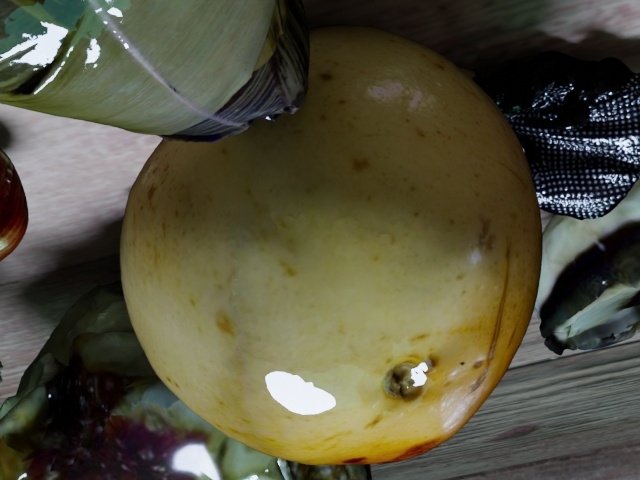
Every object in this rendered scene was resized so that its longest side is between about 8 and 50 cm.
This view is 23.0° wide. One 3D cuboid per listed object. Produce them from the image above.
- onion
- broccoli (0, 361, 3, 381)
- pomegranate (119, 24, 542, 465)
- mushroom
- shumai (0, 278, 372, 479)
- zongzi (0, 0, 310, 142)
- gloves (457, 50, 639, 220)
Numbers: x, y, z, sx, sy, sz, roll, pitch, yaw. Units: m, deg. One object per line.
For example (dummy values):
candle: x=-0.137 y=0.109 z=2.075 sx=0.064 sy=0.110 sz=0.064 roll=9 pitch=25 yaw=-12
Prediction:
onion: x=-0.272 y=-0.023 z=1.168 sx=0.119 sy=0.118 sz=0.117 roll=5 pitch=180 yaw=-36
broccoli: x=-0.460 y=0.164 z=1.349 sx=0.317 sy=0.338 sz=0.277 roll=6 pitch=154 yaw=6
pomegranate: x=0.000 y=0.000 z=1.086 sx=0.319 sy=0.319 sz=0.319 roll=-8 pitch=162 yaw=-2
mushroom: x=0.320 y=-0.004 z=1.497 sx=0.247 sy=0.130 sz=0.344 roll=-20 pitch=167 yaw=-16
shumai: x=-0.121 y=0.188 z=1.407 sx=0.395 sy=0.395 sz=0.348 roll=-6 pitch=165 yaw=-6
zongzi: x=-0.037 y=-0.168 z=0.798 sx=0.317 sy=0.154 sz=0.289 roll=-26 pitch=163 yaw=30
gloves: x=0.164 y=-0.100 z=1.194 sx=0.181 sy=0.106 sz=0.129 roll=30 pitch=147 yaw=-17
